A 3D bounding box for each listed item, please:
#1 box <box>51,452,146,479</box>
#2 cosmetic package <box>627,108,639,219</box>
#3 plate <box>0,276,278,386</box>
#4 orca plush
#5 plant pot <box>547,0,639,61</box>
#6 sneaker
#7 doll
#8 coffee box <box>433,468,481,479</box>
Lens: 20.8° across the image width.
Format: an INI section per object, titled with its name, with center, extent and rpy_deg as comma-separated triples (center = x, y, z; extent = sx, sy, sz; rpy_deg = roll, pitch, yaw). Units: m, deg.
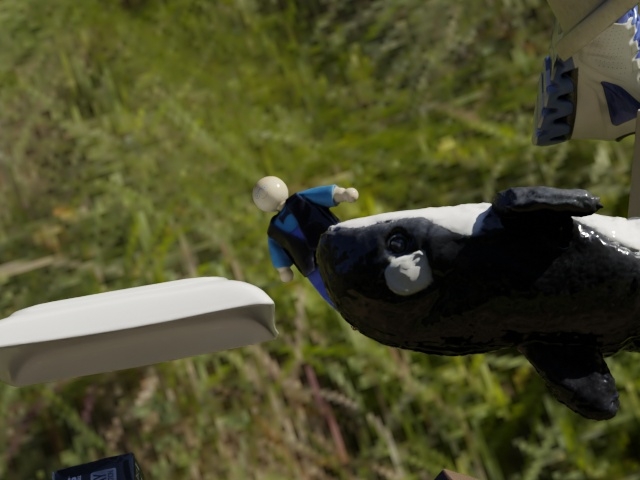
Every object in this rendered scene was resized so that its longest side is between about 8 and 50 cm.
[box]
center = -0.142, 0.370, 1.479
extent = 0.076, 0.242, 0.307
rpy_deg = -14, -46, 4
[cosmetic package]
center = 0.472, -0.005, 2.169
extent = 0.113, 0.309, 0.160
rpy_deg = -10, 18, -43
[plate]
center = -0.181, 0.084, 1.659
extent = 0.277, 0.045, 0.278
rpy_deg = -11, -10, -2
[orca plush]
center = 0.141, 0.051, 0.907
extent = 0.287, 0.102, 0.151
rpy_deg = 10, -24, -25
[plant pot]
center = 0.183, -0.328, 1.024
extent = 0.334, 0.305, 0.334
rpy_deg = -38, 0, 0
[sneaker]
center = 0.388, -0.242, 2.248
extent = 0.182, 0.127, 0.315
rpy_deg = 7, -44, -2
[doll]
center = 0.000, 0.000, 1.770
extent = 0.046, 0.189, 0.129
rpy_deg = -1, -49, -55
[coffee box]
center = 0.087, 0.328, 1.436
extent = 0.246, 0.141, 0.098
rpy_deg = -52, -37, 9
